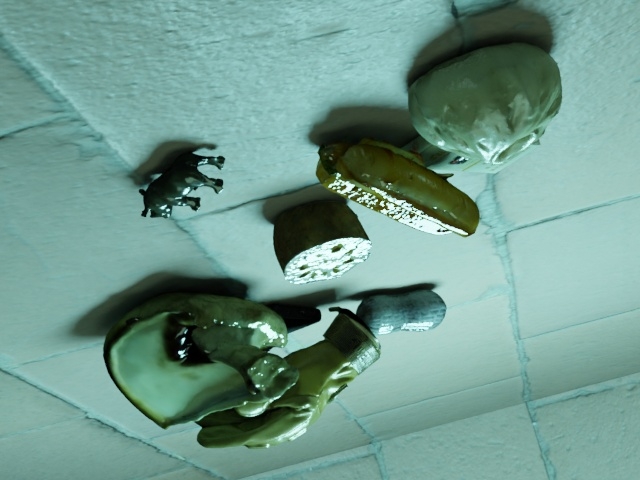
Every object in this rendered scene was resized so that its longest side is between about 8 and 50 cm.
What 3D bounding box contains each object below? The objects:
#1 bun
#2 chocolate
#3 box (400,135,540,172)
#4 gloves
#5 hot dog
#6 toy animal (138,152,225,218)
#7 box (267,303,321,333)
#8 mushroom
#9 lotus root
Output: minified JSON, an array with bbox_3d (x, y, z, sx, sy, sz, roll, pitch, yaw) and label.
[{"bbox_3d":[0.185,-0.138,1.518,0.183,0.102,0.183,-10,161,-3],"label":"bun"},{"bbox_3d":[0.137,0.119,2.304,0.167,0.072,0.072,-3,159,-24],"label":"chocolate"},{"bbox_3d":[0.182,-0.113,1.713,0.167,0.024,0.090,0,159,-36],"label":"box"},{"bbox_3d":[-0.052,0.240,2.210,0.331,0.141,0.154,-34,-161,-13],"label":"gloves"},{"bbox_3d":[0.095,-0.068,1.658,0.250,0.076,0.104,25,165,-36],"label":"hot dog"},{"bbox_3d":[-0.166,-0.059,1.586,0.065,0.047,0.136,5,156,-34],"label":"toy animal"},{"bbox_3d":[-0.079,0.135,2.267,0.125,0.027,0.126,-23,161,34],"label":"box"},{"bbox_3d":[-0.180,0.143,2.070,0.292,0.217,0.212,-12,-147,52],"label":"mushroom"},{"bbox_3d":[0.001,-0.001,1.824,0.122,0.081,0.112,-6,159,-22],"label":"lotus root"}]
